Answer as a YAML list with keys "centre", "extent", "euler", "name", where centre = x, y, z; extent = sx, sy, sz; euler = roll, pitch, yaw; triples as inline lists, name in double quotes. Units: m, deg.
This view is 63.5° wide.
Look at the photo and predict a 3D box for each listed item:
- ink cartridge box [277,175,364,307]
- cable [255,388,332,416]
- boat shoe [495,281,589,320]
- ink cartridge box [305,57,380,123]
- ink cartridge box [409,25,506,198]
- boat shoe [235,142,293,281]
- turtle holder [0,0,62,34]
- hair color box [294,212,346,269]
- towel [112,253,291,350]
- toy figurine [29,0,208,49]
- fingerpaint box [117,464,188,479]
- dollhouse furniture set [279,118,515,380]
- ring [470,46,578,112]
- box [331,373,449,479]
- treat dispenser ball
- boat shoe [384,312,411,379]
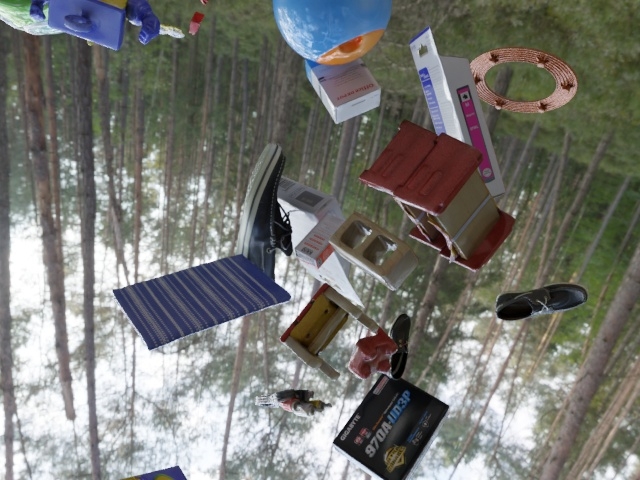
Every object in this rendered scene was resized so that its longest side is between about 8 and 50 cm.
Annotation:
- centre: [0.000, 0.000, 1.573]
  extent: [0.091, 0.385, 0.308]
  euler: [-41, -144, -17]
  name: "ink cartridge box"
- centre: [-0.108, 0.443, 1.387]
  extent: [0.139, 0.287, 0.072]
  euler: [16, -119, -37]
  name: "cable"
- centre: [0.574, 0.166, 1.349]
  extent: [0.233, 0.084, 0.079]
  euler: [-14, -167, 32]
  name: "boat shoe"
- centre: [0.060, -0.434, 1.418]
  extent: [0.140, 0.082, 0.190]
  euler: [-24, -112, -8]
  name: "ink cartridge box"
- centre: [0.290, -0.270, 1.114]
  extent: [0.069, 0.370, 0.176]
  euler: [-22, -168, 1]
  name: "ink cartridge box"
- centre: [-0.147, -0.024, 1.426]
  extent: [0.156, 0.500, 0.187]
  euler: [9, -155, -8]
  name: "boat shoe"
- centre: [-0.549, -0.568, 1.061]
  extent: [0.243, 0.320, 0.227]
  euler: [36, 169, -1]
  name: "turtle holder"
- centre: [0.006, 0.000, 1.304]
  extent: [0.072, 0.043, 0.141]
  euler: [27, -121, 29]
  name: "hair color box"
- centre: [-0.263, 0.128, 1.158]
  extent: [0.336, 0.040, 0.243]
  euler: [-17, -148, -33]
  name: "towel"
- centre: [-0.368, -0.402, 0.796]
  extent: [0.363, 0.191, 0.217]
  euler: [17, -135, -15]
  name: "toy figurine"
- centre: [-0.270, 0.663, 0.798]
  extent: [0.445, 0.371, 0.163]
  euler: [46, -171, 27]
  name: "fingerpaint box"
- centre: [0.105, 0.032, 0.778]
  extent: [0.152, 0.374, 0.201]
  euler: [35, 174, 44]
  name: "dollhouse furniture set"
- centre: [0.628, -0.492, 1.632]
  extent: [0.337, 0.032, 0.336]
  euler: [19, 168, 4]
  name: "ring"
- centre: [0.161, 0.423, 1.165]
  extent: [0.175, 0.051, 0.220]
  euler: [25, -124, 31]
  name: "box"
- centre: [0.029, -0.575, 1.249]
  extent: [0.288, 0.288, 0.288]
  euler: [10, -152, -5]
  name: "treat dispenser ball"
- centre: [0.159, 0.211, 1.030]
  extent: [0.049, 0.133, 0.042]
  euler: [13, -177, -31]
  name: "boat shoe"
